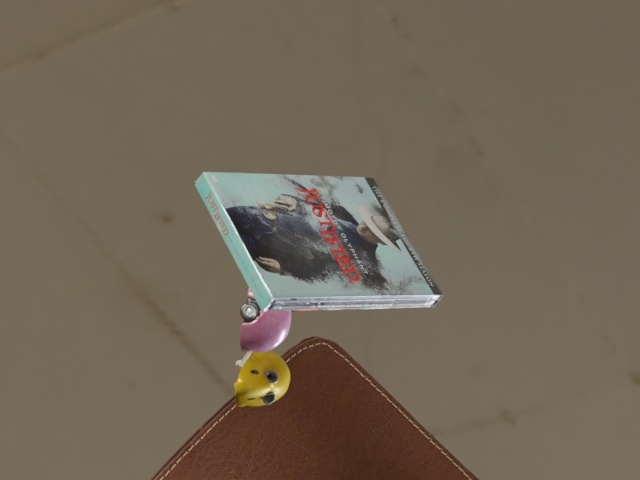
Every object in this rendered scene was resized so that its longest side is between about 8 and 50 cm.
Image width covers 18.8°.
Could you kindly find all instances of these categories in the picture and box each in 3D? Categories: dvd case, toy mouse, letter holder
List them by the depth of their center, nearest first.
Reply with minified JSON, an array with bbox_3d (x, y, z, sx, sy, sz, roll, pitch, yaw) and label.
[{"bbox_3d":[0.000,0.000,1.009,0.119,0.087,0.013,2,-42,-42],"label":"dvd case"},{"bbox_3d":[-0.028,0.041,1.260,0.031,0.143,0.161,11,3,6],"label":"toy mouse"},{"bbox_3d":[-0.049,0.247,1.440,0.214,0.302,0.152,44,-25,-2],"label":"letter holder"}]
